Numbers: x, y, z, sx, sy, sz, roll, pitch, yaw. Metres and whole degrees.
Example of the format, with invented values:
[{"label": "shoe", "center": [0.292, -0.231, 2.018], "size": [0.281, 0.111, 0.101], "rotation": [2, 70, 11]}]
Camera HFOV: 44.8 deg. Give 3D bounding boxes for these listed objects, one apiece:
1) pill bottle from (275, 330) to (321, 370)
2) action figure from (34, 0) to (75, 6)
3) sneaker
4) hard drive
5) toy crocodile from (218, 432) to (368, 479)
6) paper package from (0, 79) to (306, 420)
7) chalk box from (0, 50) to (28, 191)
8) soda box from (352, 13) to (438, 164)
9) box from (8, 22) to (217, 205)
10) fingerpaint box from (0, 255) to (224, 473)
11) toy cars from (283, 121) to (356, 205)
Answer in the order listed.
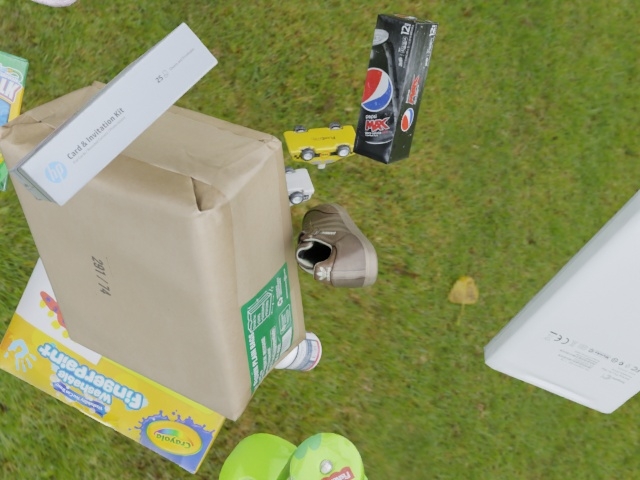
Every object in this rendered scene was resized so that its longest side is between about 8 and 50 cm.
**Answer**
[{"label": "pill bottle", "center": [-0.088, 0.277, 1.994], "size": [0.180, 0.107, 0.108], "rotation": [20, 80, -54]}, {"label": "action figure", "center": [-0.479, -0.611, 1.239], "size": [0.247, 0.370, 0.276], "rotation": [9, 52, 0]}, {"label": "sneaker", "center": [0.000, 0.000, 0.876], "size": [0.071, 0.188, 0.066], "rotation": [-2, 107, -20]}, {"label": "hard drive", "center": [0.371, 0.089, 0.950], "size": [0.203, 0.308, 0.040], "rotation": [23, 40, -13]}, {"label": "toy crocodile", "center": [0.057, 0.275, 0.698], "size": [0.105, 0.340, 0.115], "rotation": [-52, 155, -22]}, {"label": "paper package", "center": [-0.188, 0.010, 0.938], "size": [0.168, 0.309, 0.325], "rotation": [-45, 144, -40]}, {"label": "chalk box", "center": [-0.606, -0.236, 1.271], "size": [0.179, 0.180, 0.289], "rotation": [12, 83, -42]}, {"label": "soda box", "center": [0.088, -0.180, 0.926], "size": [0.060, 0.053, 0.169], "rotation": [-22, 128, -53]}, {"label": "box", "center": [-0.164, -0.089, 0.586], "size": [0.145, 0.186, 0.038], "rotation": [-46, 109, -14]}, {"label": "fingerpaint box", "center": [-0.339, 0.168, 1.505], "size": [0.444, 0.163, 0.371], "rotation": [27, 102, 1]}, {"label": "toy cars", "center": [-0.058, -0.173, 1.934], "size": [0.176, 0.087, 0.394], "rotation": [30, 52, 18]}]
